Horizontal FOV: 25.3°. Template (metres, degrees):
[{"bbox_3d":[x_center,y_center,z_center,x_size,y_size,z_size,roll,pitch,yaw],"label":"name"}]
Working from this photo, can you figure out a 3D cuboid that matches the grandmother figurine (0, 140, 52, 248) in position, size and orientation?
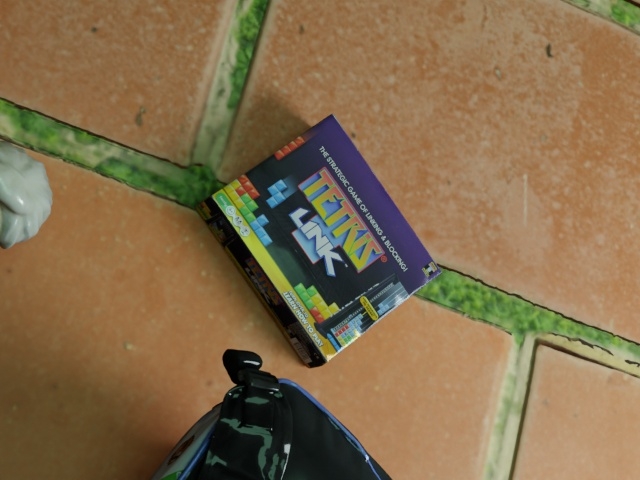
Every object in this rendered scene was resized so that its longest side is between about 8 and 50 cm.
[{"bbox_3d":[-0.347,0.021,1.038,0.342,0.104,0.208,-32,119,-29],"label":"grandmother figurine"}]

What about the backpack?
[{"bbox_3d":[-0.057,0.267,1.039,0.276,0.213,0.263,44,57,-1],"label":"backpack"}]

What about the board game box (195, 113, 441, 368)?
[{"bbox_3d":[0.000,0.000,1.214,0.141,0.048,0.170,-37,94,-25],"label":"board game box"}]
